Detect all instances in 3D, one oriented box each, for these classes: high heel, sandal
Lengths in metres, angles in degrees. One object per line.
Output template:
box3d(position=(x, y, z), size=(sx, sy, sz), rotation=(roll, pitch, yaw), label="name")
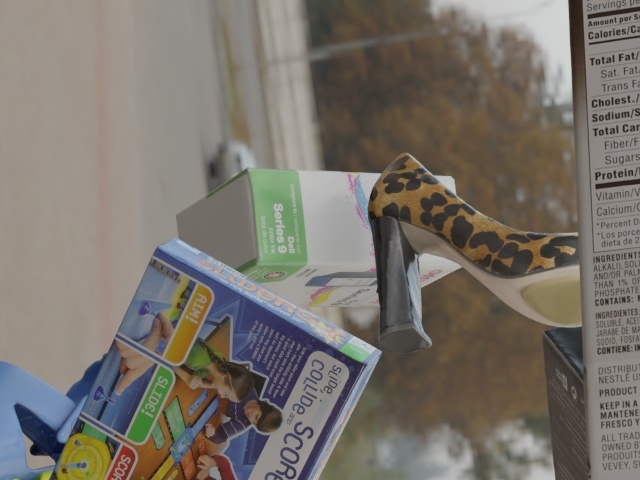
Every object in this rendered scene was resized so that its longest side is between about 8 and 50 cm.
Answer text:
box3d(position=(0.161, -0.020, 1.474), size=(0.093, 0.261, 0.186), rotation=(58, 25, -51), label="high heel")
box3d(position=(-0.265, 0.165, 1.532), size=(0.126, 0.317, 0.138), rotation=(-18, -105, 59), label="sandal")

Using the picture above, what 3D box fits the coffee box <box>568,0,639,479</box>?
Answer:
box3d(position=(0.180, 0.034, 0.810), size=(0.168, 0.119, 0.297), rotation=(60, 27, -57), label="coffee box")

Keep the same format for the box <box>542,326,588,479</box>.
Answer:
box3d(position=(0.441, 0.284, 2.133), size=(0.212, 0.293, 0.395), rotation=(-122, -158, -63), label="box")

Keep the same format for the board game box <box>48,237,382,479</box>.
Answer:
box3d(position=(-0.070, 0.118, 1.038), size=(0.201, 0.136, 0.035), rotation=(-63, 171, 16), label="board game box")

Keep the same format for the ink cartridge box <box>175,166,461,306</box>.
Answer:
box3d(position=(0.000, 0.000, 1.651), size=(0.154, 0.212, 0.093), rotation=(-29, -115, 57), label="ink cartridge box")
